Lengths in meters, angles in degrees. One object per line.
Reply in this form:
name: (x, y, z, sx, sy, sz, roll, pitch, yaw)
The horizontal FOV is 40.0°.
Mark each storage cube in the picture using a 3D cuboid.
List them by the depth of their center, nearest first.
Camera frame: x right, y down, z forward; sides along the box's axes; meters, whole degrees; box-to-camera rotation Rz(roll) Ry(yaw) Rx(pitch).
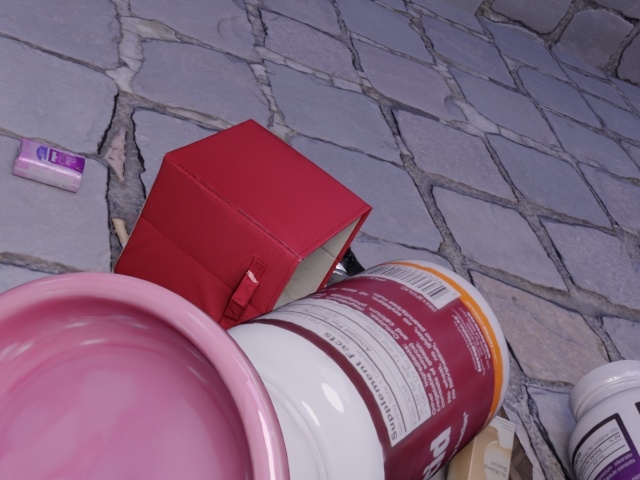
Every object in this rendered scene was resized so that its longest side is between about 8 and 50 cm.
storage cube: (-0.090, -0.002, 1.039, 0.193, 0.183, 0.215, 37, 32, 10)

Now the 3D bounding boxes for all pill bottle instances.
pill bottle: (0.008, 0.166, 0.854, 0.224, 0.224, 0.392, 44, 34, 19)
pill bottle: (0.416, 0.304, 1.059, 0.181, 0.181, 0.323, 17, 35, -23)

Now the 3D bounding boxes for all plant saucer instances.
plant saucer: (-0.171, 0.190, 0.627, 0.332, 0.332, 0.084, 48, 3, 24)

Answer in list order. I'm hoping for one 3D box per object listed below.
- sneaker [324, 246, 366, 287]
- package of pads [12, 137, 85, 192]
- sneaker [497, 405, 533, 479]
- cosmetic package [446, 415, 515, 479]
sneaker: (0.000, 0.000, 1.187, 0.234, 0.106, 0.078, 39, 33, 11)
package of pads: (-0.337, -0.093, 1.092, 0.083, 0.032, 0.050, 17, 37, -23)
sneaker: (0.218, 0.261, 1.077, 0.071, 0.066, 0.188, 33, 32, -32)
cosmetic package: (0.181, 0.256, 1.002, 0.060, 0.041, 0.115, 25, 62, -23)
